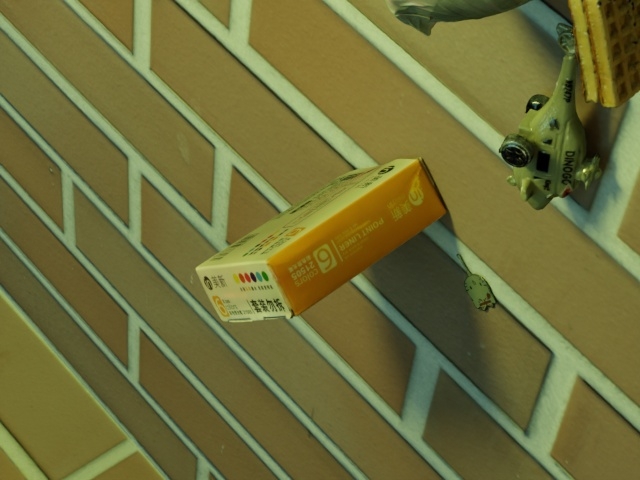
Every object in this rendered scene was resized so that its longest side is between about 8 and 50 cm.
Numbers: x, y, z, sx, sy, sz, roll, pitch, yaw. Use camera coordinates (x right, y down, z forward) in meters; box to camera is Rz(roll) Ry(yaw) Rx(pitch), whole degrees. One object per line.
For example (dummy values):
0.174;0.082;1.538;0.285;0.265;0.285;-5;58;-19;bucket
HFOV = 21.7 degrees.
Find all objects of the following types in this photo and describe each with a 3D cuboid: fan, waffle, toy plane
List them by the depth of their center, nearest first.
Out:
0.295;-0.215;1.652;0.042;0.102;0.148;21;135;44;waffle
0.261;-0.133;1.814;0.108;0.092;0.286;21;139;19;toy plane
0.199;0.054;2.176;0.083;0.004;0.056;59;153;0;fan

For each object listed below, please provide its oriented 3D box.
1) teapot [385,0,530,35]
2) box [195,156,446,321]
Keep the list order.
0.119;-0.318;1.690;0.178;0.163;0.222;-20;126;20;teapot
0.000;0.000;2.169;0.091;0.274;0.220;62;155;-11;box
